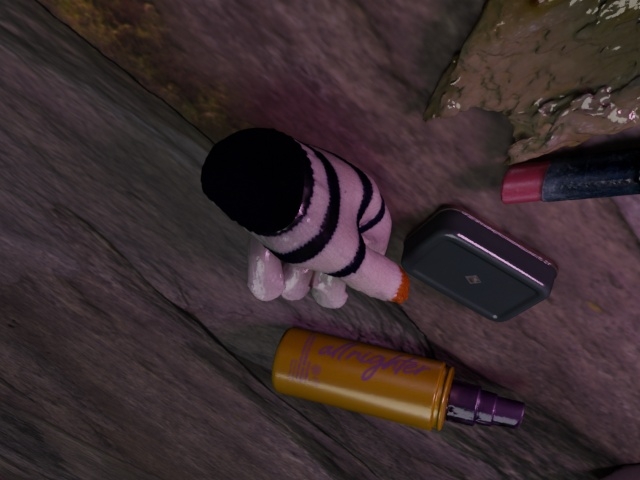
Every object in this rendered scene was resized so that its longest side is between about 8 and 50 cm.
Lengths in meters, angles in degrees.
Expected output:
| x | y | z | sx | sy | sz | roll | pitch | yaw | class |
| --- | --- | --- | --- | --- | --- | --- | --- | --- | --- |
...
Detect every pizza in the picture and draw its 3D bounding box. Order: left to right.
| x | y | z | sx | sy | sz | roll | pitch | yaw | class |
| --- | --- | --- | --- | --- | --- | --- | --- | --- | --- |
| 0.164 | -0.121 | 0.520 | 0.181 | 0.034 | 0.262 | 38 | 142 | -22 | pizza |

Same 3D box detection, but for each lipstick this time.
| x | y | z | sx | sy | sz | roll | pitch | yaw | class |
| --- | --- | --- | --- | --- | --- | --- | --- | --- | --- |
| 0.238 | -0.048 | 0.568 | 0.234 | 0.053 | 0.053 | -5 | 136 | 39 | lipstick |

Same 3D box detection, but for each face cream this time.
| x | y | z | sx | sy | sz | roll | pitch | yaw | class |
| --- | --- | --- | --- | --- | --- | --- | --- | --- | --- |
| 0.085 | 0.162 | 0.892 | 0.273 | 0.078 | 0.078 | 12 | 143 | 15 | face cream |

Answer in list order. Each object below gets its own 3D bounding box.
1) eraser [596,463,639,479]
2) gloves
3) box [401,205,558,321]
| x | y | z | sx | sy | sz | roll | pitch | yaw | class |
| --- | --- | --- | --- | --- | --- | --- | --- | --- | --- |
| 0.453 | 0.365 | 0.950 | 0.270 | 0.094 | 0.174 | 39 | 138 | -24 | eraser |
| -0.002 | -0.015 | 0.693 | 0.140 | 0.131 | 0.219 | -1 | 169 | 27 | gloves |
| 0.140 | 0.025 | 0.724 | 0.126 | 0.031 | 0.091 | 30 | 144 | -13 | box |
